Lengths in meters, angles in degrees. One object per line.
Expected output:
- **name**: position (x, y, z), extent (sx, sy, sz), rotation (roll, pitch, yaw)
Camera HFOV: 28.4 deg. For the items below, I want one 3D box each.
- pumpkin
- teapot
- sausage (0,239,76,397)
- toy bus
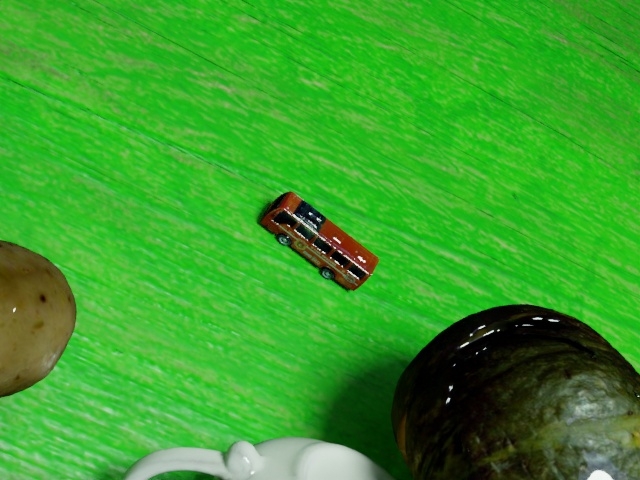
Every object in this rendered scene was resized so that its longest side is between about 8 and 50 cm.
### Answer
- **pumpkin**: position (0.183, 0.198, 0.987), extent (0.192, 0.320, 0.320), rotation (-29, 80, -4)
- **teapot**: position (-0.011, 0.239, 0.951), extent (0.298, 0.139, 0.204), rotation (35, 25, -6)
- **sausage**: position (-0.399, 0.064, 0.820), extent (0.501, 0.123, 0.136), rotation (-6, 97, -34)
- **toy bus**: position (0.000, 0.000, 1.145), extent (0.110, 0.043, 0.031), rotation (37, 52, -9)
